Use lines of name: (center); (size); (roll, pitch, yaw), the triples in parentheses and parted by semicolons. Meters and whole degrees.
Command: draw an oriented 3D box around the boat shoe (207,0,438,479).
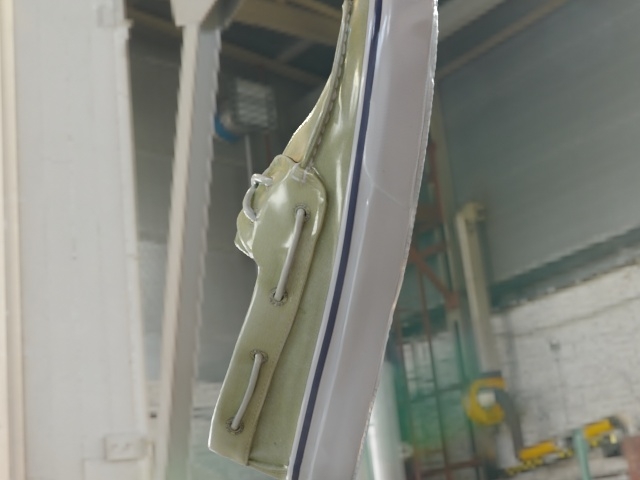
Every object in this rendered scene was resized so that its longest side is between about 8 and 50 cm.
boat shoe: (0.000, 0.000, 0.643); (0.094, 0.302, 0.109); (11, 13, 2)
